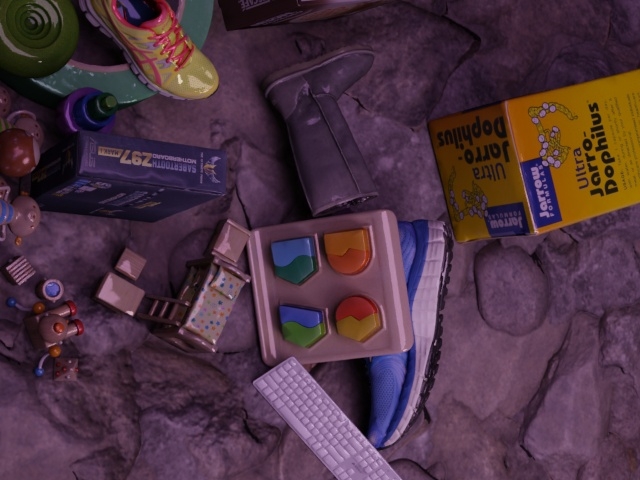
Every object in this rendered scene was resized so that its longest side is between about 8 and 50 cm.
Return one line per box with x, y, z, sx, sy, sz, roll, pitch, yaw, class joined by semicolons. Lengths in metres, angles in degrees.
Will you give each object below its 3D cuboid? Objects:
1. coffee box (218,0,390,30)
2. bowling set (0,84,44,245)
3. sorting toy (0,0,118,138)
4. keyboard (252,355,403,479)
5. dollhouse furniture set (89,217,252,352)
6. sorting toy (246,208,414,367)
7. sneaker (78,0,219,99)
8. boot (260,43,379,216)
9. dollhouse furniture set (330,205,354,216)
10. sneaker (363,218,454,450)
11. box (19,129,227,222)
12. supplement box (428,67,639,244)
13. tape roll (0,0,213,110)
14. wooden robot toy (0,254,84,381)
-0.008;-0.350;1.704;0.246;0.141;0.098;-17;95;-46;coffee box
-0.370;-0.068;1.467;0.154;0.200;0.287;13;81;-58;bowling set
-0.334;-0.283;1.474;0.127;0.126;0.365;-36;102;-30;sorting toy
0.014;0.266;1.745;0.072;0.014;0.256;-36;106;13;keyboard
-0.177;0.028;1.633;0.161;0.101;0.181;32;71;-23;dollhouse furniture set
0.009;0.065;1.704;0.208;0.038;0.193;-8;89;14;sorting toy
-0.201;-0.249;1.564;0.208;0.094;0.081;39;67;-22;sneaker
0.031;-0.152;1.752;0.190;0.076;0.208;-24;73;-16;boot
0.000;0.000;1.788;0.114;0.091;0.081;-36;146;-5;dollhouse furniture set
0.092;0.127;1.774;0.147;0.130;0.329;9;97;14;sneaker
-0.241;-0.072;1.532;0.183;0.233;0.059;6;80;-29;box
0.373;-0.133;1.901;0.357;0.194;0.195;-16;93;-30;supplement box
-0.295;-0.323;1.617;0.321;0.077;0.321;3;84;-28;tape roll
-0.325;0.096;1.558;0.076;0.079;0.173;-23;97;-29;wooden robot toy
